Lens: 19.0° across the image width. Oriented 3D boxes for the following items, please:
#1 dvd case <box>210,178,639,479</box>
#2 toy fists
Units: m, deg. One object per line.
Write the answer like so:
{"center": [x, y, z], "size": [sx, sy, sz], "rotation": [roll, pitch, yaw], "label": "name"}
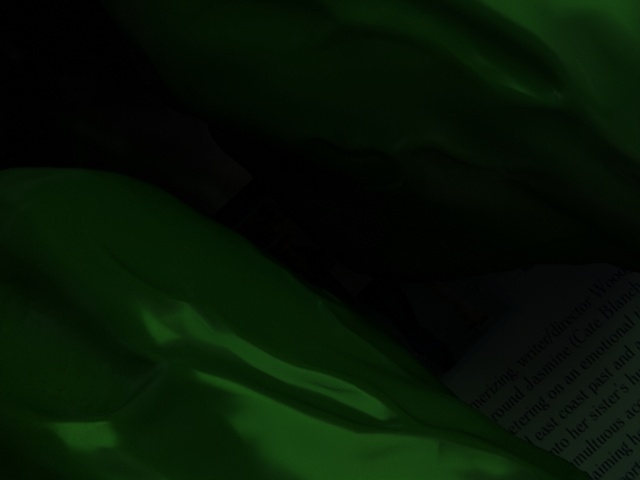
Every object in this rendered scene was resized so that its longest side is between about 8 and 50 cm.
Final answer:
{"center": [0.087, 0.050, 0.430], "size": [0.180, 0.022, 0.253], "rotation": [-43, 67, 3], "label": "dvd case"}
{"center": [0.000, 0.000, 0.401], "size": [0.142, 0.096, 0.279], "rotation": [26, 79, 7], "label": "toy fists"}
